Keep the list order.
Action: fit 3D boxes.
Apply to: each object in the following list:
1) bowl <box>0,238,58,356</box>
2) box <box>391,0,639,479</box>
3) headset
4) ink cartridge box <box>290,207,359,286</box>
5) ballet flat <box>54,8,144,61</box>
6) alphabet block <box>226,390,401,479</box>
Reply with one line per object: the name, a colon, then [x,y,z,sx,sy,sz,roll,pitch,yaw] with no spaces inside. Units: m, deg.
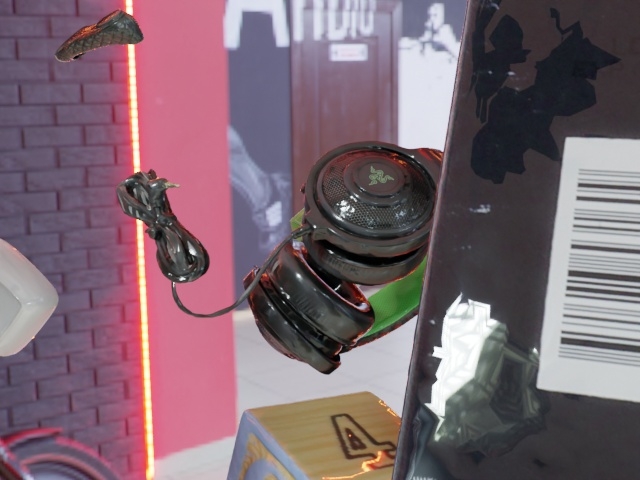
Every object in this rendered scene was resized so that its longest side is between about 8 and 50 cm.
bowl: [-0.456,0.084,1.292,0.142,0.142,0.053,44,18,2]
box: [0.158,0.066,0.459,0.183,0.296,0.294,5,-18,20]
headset: [0.000,0.000,0.902,0.394,0.243,0.185,-3,44,-48]
ink cartridge box: [0.024,0.027,1.310,0.062,0.209,0.109,26,53,30]
ballet flat: [-0.303,-0.263,1.242,0.173,0.049,0.057,-7,39,45]
alphabet block: [0.015,0.315,1.111,0.197,0.192,0.193,0,26,-36]
